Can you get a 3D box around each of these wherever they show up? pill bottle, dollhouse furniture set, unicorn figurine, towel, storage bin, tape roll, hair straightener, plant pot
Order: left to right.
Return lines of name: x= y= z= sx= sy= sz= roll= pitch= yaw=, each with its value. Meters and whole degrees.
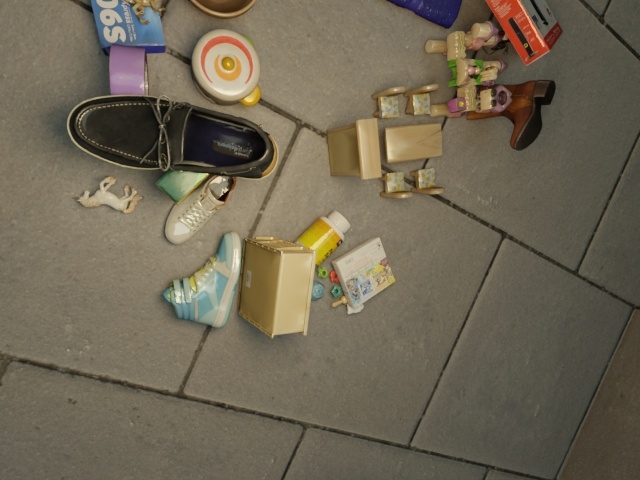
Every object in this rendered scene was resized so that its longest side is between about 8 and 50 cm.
unicorn figurine: x=-0.610 y=-0.128 z=1.152 sx=0.161 sy=0.060 sz=0.111 roll=30 pitch=88 yaw=-22
tape roll: x=-0.506 y=-0.417 z=1.070 sx=0.080 sy=0.189 sz=0.189 roll=-1 pitch=100 yaw=-19
plant pot: x=-0.290 y=-0.744 z=1.134 sx=0.237 sy=0.109 sz=0.238 roll=-4 pitch=100 yaw=-20
storage bin: x=-0.150 y=0.135 z=1.265 sx=0.123 sy=0.260 sz=0.263 roll=1 pitch=100 yaw=-38
pill bottle: x=0.000 y=0.000 z=1.366 sx=0.215 sy=0.117 sz=0.117 roll=-45 pitch=111 yaw=-7
dollhouse furniture set: x=0.253 y=-0.316 z=1.328 sx=0.394 sy=0.256 sz=0.362 roll=-10 pitch=103 yaw=-18
towel: x=0.352 y=-0.888 z=1.368 sx=0.308 sy=0.076 sz=0.228 roll=11 pitch=102 yaw=-22
hair straightener: x=0.704 y=-0.754 z=1.524 sx=0.230 sy=0.047 sz=0.089 roll=-18 pitch=106 yaw=-22

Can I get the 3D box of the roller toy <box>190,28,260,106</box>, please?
roller toy: x=-0.275 y=-0.495 z=1.163 sx=0.191 sy=0.146 sz=0.210 roll=-6 pitch=102 yaw=-18

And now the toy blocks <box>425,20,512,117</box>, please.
toy blocks: x=0.557 y=-0.573 z=1.366 sx=0.260 sy=0.309 sz=0.289 roll=-11 pitch=103 yaw=-22

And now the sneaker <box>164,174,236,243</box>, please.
sneaker: x=-0.366 y=-0.106 z=1.213 sx=0.106 sy=0.123 sz=0.290 roll=40 pitch=86 yaw=-23

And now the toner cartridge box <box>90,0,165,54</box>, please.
toner cartridge box: x=-0.535 y=-0.692 z=1.072 sx=0.165 sy=0.075 sz=0.348 roll=-13 pitch=103 yaw=-20

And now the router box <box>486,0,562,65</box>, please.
router box: x=0.701 y=-0.792 z=1.387 sx=0.301 sy=0.082 sz=0.335 roll=52 pitch=48 yaw=-9

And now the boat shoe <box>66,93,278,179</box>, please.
boat shoe: x=-0.346 y=-0.252 z=0.968 sx=0.499 sy=0.156 sz=0.187 roll=9 pitch=90 yaw=-10

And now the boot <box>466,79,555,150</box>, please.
boot: x=0.642 y=-0.450 z=1.432 sx=0.096 sy=0.280 sz=0.264 roll=18 pitch=92 yaw=-40

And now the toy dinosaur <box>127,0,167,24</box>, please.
toy dinosaur: x=-0.475 y=-0.623 z=1.048 sx=0.183 sy=0.053 sz=0.093 roll=-15 pitch=89 yaw=-26

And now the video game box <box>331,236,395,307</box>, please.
video game box: x=0.160 y=0.114 z=1.462 sx=0.205 sy=0.048 sz=0.187 roll=-28 pitch=103 yaw=-25

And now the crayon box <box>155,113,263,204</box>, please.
crayon box: x=-0.325 y=-0.250 z=1.158 sx=0.323 sy=0.203 sz=0.083 roll=-45 pitch=110 yaw=-8

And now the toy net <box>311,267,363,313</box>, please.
toy net: x=0.063 y=0.188 z=1.466 sx=0.232 sy=0.045 sz=0.122 roll=27 pitch=77 yaw=-25

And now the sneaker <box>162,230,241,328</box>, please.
sneaker: x=-0.369 y=0.114 z=1.249 sx=0.208 sy=0.127 sz=0.319 roll=11 pitch=95 yaw=-23
